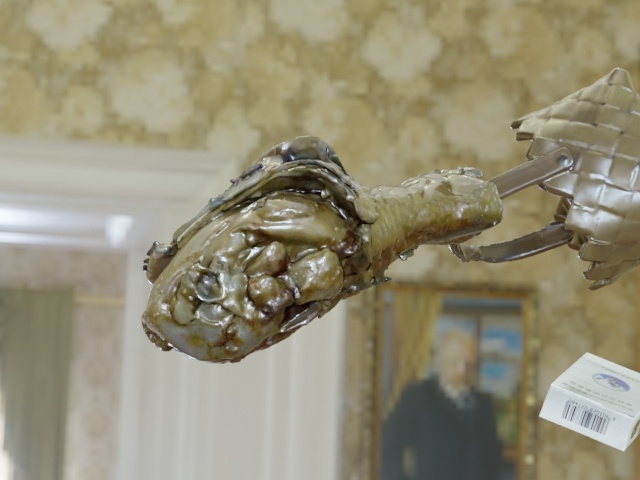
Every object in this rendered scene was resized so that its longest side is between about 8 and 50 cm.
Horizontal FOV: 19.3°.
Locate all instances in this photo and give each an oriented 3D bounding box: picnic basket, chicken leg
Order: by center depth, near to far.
[{"bbox_3d":[0.001,-0.002,0.903,0.196,0.080,0.125,-25,-11,-16],"label":"chicken leg"},{"bbox_3d":[0.179,-0.029,1.402,0.179,0.137,0.128,-23,-29,2],"label":"picnic basket"}]

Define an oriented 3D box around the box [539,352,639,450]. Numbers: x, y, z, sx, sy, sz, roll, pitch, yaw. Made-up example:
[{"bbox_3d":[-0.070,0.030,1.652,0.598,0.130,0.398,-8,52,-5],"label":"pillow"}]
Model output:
[{"bbox_3d":[0.166,0.093,1.099,0.054,0.024,0.083,20,17,18],"label":"box"}]
